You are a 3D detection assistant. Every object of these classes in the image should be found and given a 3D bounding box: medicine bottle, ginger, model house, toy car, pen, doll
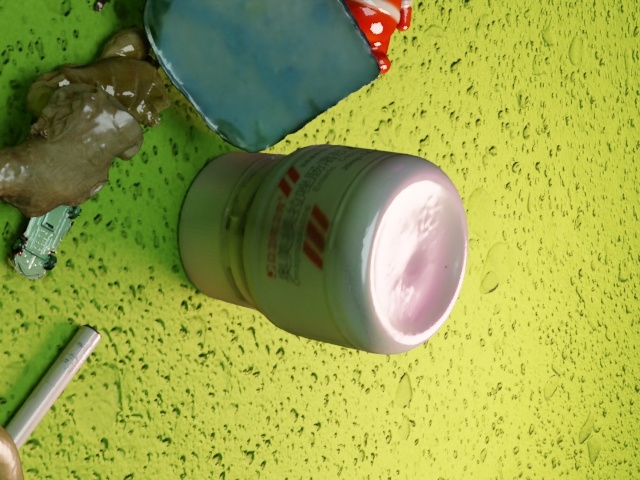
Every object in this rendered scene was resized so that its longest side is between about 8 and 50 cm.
[{"bbox_3d":[0.000,0.000,1.811,0.256,0.325,0.256,-16,111,-47],"label":"medicine bottle"},{"bbox_3d":[-0.304,-0.087,1.574,0.213,0.074,0.137,-35,126,-8],"label":"ginger"},{"bbox_3d":[-0.092,-0.293,1.785,0.226,0.241,0.261,-31,118,9],"label":"model house"},{"bbox_3d":[-0.326,-0.013,1.639,0.059,0.035,0.122,34,74,-42],"label":"toy car"},{"bbox_3d":[-0.348,0.208,1.663,0.269,0.033,0.033,-56,135,-27],"label":"pen"},{"bbox_3d":[-0.254,-0.174,1.655,0.205,0.081,0.115,-36,112,-40],"label":"ginger"},{"bbox_3d":[0.095,-0.415,2.010,0.200,0.105,0.336,19,83,-50],"label":"doll"}]

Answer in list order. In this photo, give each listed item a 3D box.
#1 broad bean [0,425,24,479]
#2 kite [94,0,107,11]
[{"bbox_3d":[-0.420,0.270,1.524,0.189,0.121,0.263,-21,126,-22],"label":"broad bean"},{"bbox_3d":[-0.240,-0.397,1.681,0.141,0.015,0.245,38,68,-45],"label":"kite"}]
